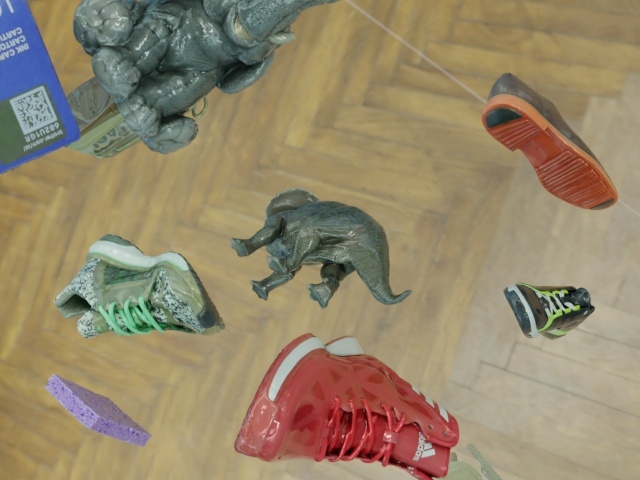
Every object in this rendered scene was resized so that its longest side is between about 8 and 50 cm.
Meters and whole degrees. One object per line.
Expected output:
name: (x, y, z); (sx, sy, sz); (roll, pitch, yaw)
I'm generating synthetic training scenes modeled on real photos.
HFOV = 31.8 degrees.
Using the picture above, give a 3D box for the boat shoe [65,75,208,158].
boat shoe: (-0.212, -0.189, 1.423); (0.285, 0.089, 0.104); (-22, 59, 28)

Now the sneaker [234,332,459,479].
sneaker: (0.034, 0.129, 0.804); (0.128, 0.221, 0.087); (27, 106, 16)

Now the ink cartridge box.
ink cartridge box: (-0.388, -0.110, 0.973); (0.270, 0.151, 0.395); (-28, 24, -23)

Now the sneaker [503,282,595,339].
sneaker: (0.346, 0.090, 1.660); (0.097, 0.235, 0.084); (-31, 72, 21)

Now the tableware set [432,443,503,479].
tableware set: (0.218, 0.389, 1.551); (0.128, 0.194, 0.039); (-41, 4, -26)

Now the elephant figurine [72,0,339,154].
elephant figurine: (-0.091, -0.198, 1.038); (0.239, 0.169, 0.186); (-33, 64, -1)

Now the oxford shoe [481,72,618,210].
oxford shoe: (0.357, -0.149, 1.688); (0.097, 0.271, 0.098); (-26, 33, 42)

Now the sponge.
sponge: (-0.376, 0.292, 1.908); (0.117, 0.210, 0.031); (36, 84, 24)

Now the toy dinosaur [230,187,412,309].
toy dinosaur: (0.000, 0.000, 1.350); (0.160, 0.121, 0.313); (-44, 27, -28)

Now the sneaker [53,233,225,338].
sneaker: (-0.314, 0.118, 1.892); (0.182, 0.158, 0.410); (-43, 31, -25)
